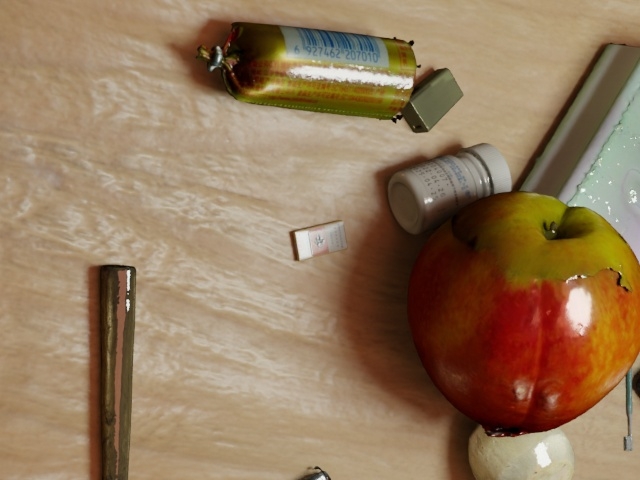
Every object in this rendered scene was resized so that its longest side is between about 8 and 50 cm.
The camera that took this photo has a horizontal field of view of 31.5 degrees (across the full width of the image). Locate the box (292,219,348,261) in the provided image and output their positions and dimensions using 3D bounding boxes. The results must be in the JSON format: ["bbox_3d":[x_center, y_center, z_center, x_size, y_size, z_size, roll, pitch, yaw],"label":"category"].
[{"bbox_3d":[0.000,0.000,1.685,0.083,0.012,0.046,-14,100,-27],"label":"box"}]

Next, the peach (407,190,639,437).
[{"bbox_3d":[0.295,0.116,1.646,0.370,0.370,0.369,-1,93,-27],"label":"peach"}]

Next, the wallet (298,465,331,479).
[{"bbox_3d":[-0.063,0.445,1.645,0.231,0.069,0.170,-19,96,-26],"label":"wallet"}]

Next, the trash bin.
[{"bbox_3d":[0.170,-0.216,1.747,0.092,0.043,0.061,-43,110,-23],"label":"trash bin"}]

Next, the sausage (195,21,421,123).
[{"bbox_3d":[-0.024,-0.238,1.607,0.318,0.117,0.125,2,104,-25],"label":"sausage"}]

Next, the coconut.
[{"bbox_3d":[0.309,0.335,1.786,0.161,0.162,0.161,-14,129,-19],"label":"coconut"}]

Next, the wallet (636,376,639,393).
[{"bbox_3d":[0.741,0.178,2.044,0.228,0.062,0.406,47,71,-20],"label":"wallet"}]

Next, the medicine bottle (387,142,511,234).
[{"bbox_3d":[0.195,-0.079,1.731,0.168,0.105,0.105,-19,101,-25],"label":"medicine bottle"}]

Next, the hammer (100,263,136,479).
[{"bbox_3d":[-0.278,0.253,1.537,0.168,0.044,0.439,-1,93,-26],"label":"hammer"}]

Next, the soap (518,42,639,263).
[{"bbox_3d":[0.530,-0.148,1.872,0.261,0.156,0.446,40,74,-23],"label":"soap"}]

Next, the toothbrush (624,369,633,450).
[{"bbox_3d":[0.535,0.284,1.974,0.014,0.011,0.167,-3,94,-22],"label":"toothbrush"}]
